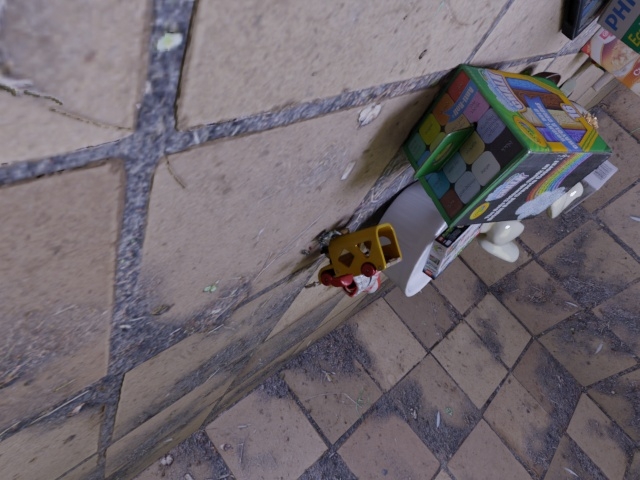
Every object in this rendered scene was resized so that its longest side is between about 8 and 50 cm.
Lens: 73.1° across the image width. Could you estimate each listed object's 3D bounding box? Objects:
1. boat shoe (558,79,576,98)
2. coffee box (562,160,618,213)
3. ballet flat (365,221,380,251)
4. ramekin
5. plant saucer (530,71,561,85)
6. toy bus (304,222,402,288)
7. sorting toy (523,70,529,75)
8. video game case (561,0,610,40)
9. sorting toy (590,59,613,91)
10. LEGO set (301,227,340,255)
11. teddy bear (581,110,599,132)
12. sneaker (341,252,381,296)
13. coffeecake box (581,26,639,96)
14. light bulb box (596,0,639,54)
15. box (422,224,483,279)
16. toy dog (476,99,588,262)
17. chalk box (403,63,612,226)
[{"bbox_3d":[0.714,-0.428,1.305,0.137,0.049,0.043,-43,168,-6],"label":"boat shoe"},{"bbox_3d":[0.723,-0.249,1.350,0.118,0.297,0.168,-39,165,-17],"label":"coffee box"},{"bbox_3d":[0.169,-0.008,1.162,0.057,0.052,0.168,-33,164,-24],"label":"ballet flat"},{"bbox_3d":[0.242,-0.013,1.059,0.277,0.135,0.277,-40,152,-26],"label":"ramekin"},{"bbox_3d":[0.436,-0.306,0.939,0.168,0.029,0.168,-29,167,-7],"label":"plant saucer"},{"bbox_3d":[0.063,0.026,0.894,0.202,0.105,0.191,-16,180,-13],"label":"toy bus"},{"bbox_3d":[0.419,-0.328,0.925,0.062,0.012,0.083,-39,166,-4],"label":"sorting toy"},{"bbox_3d":[0.506,-0.474,0.671,0.275,0.035,0.248,-47,164,22],"label":"video game case"},{"bbox_3d":[0.896,-0.582,1.214,0.257,0.089,0.255,-33,164,-27],"label":"sorting toy"},{"bbox_3d":[-0.002,0.000,0.838,0.083,0.024,0.054,-25,162,-5],"label":"LEGO set"},{"bbox_3d":[0.427,-0.174,0.909,0.113,0.337,0.245,-113,-143,-66],"label":"teddy bear"},{"bbox_3d":[0.126,0.132,1.402,0.145,0.090,0.270,-34,161,-19],"label":"sneaker"},{"bbox_3d":[0.758,-0.463,1.029,0.068,0.185,0.142,-29,161,-38],"label":"coffeecake box"},{"bbox_3d":[0.724,-0.400,0.641,0.357,0.361,0.225,-40,164,-3],"label":"light bulb box"},{"bbox_3d":[0.315,-0.009,0.985,0.207,0.036,0.114,-37,151,-31],"label":"box"},{"bbox_3d":[0.530,-0.201,1.170,0.395,0.285,0.408,19,132,-26],"label":"toy dog"},{"bbox_3d":[0.267,-0.145,0.689,0.288,0.179,0.180,-5,149,-31],"label":"chalk box"}]
